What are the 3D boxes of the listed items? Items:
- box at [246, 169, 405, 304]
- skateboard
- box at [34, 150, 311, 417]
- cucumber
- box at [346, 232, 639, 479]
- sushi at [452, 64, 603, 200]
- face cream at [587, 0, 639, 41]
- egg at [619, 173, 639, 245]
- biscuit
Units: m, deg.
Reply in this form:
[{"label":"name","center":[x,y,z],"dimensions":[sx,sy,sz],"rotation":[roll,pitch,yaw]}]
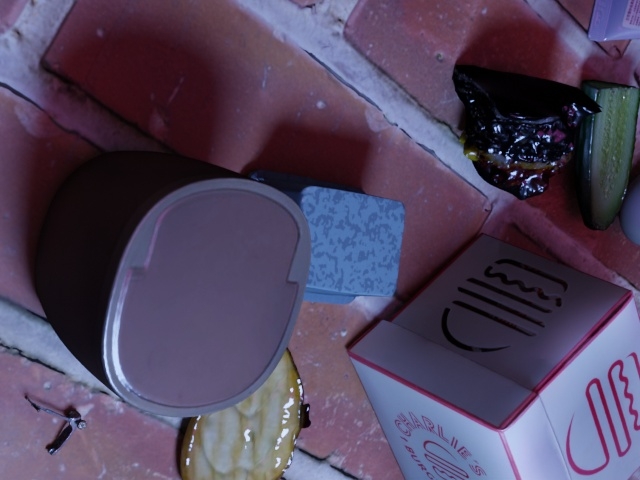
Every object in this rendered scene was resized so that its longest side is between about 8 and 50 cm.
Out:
[{"label":"box","center":[0.000,0.000,1.982],"dimensions":[0.227,0.130,0.162],"rotation":[9,87,-43]},{"label":"skateboard","center":[-0.335,0.226,1.862],"dimensions":[0.064,0.032,0.083],"rotation":[-51,137,2]},{"label":"box","center":[-0.185,0.032,1.778],"dimensions":[0.301,0.216,0.301],"rotation":[-19,122,-34]},{"label":"cucumber","center":[0.426,-0.132,2.341],"dimensions":[0.115,0.063,0.243],"rotation":[-15,117,-37]},{"label":"box","center":[0.280,0.222,2.199],"dimensions":[0.300,0.314,0.312],"rotation":[-41,130,-23]},{"label":"sushi","center":[0.279,-0.145,2.147],"dimensions":[0.172,0.153,0.150],"rotation":[-3,124,-30]},{"label":"face cream","center":[0.533,-0.367,2.326],"dimensions":[0.274,0.096,0.154],"rotation":[3,109,-28]},{"label":"egg","center":[0.535,-0.055,2.442],"dimensions":[0.103,0.103,0.135],"rotation":[31,89,-44]},{"label":"biscuit","center":[-0.101,0.244,2.067],"dimensions":[0.203,0.041,0.260],"rotation":[1,107,-38]}]
